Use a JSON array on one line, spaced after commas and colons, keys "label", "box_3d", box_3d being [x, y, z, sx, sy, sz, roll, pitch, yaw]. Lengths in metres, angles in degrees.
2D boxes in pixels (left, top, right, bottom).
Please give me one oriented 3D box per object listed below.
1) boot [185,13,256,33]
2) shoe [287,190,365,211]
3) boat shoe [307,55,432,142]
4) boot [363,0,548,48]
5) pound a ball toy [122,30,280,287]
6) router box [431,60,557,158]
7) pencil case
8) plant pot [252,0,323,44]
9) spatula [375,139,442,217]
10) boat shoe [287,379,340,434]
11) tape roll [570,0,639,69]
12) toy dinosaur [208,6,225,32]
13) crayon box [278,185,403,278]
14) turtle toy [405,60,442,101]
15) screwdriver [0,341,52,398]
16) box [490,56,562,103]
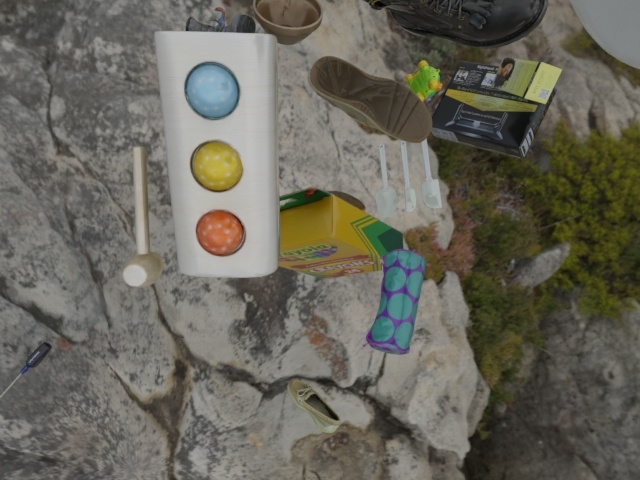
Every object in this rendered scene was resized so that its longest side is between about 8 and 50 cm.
[{"label": "boot", "box_3d": [-0.324, -0.646, 1.500, 0.222, 0.338, 0.118, 19, 91, -8]}, {"label": "shoe", "box_3d": [0.013, -0.086, 1.220, 0.218, 0.058, 0.077, 3, 46, -26]}, {"label": "boat shoe", "box_3d": [0.111, -0.312, 1.064, 0.302, 0.098, 0.109, 23, 94, -13]}, {"label": "boot", "box_3d": [0.155, -0.340, 0.656, 0.228, 0.262, 0.091, -8, 110, -53]}, {"label": "pound a ball toy", "box_3d": [-0.154, -0.076, 0.568, 0.207, 0.320, 0.136, 1, 21, -2]}, {"label": "router box", "box_3d": [0.526, -0.410, 1.468, 0.308, 0.081, 0.243, 26, 88, 35]}, {"label": "pencil case", "box_3d": [0.112, 0.093, 0.713, 0.070, 0.064, 0.152, 12, 75, 3]}, {"label": "plant pot", "box_3d": [-0.116, -0.756, 1.630, 0.237, 0.110, 0.238, 5, 58, -8]}, {"label": "spatula", "box_3d": [0.227, -0.180, 1.279, 0.168, 0.019, 0.242, -12, 64, 20]}, {"label": "boat shoe", "box_3d": [-0.015, 0.369, 1.080, 0.056, 0.048, 0.153, -14, 47, -43]}, {"label": "tape roll", "box_3d": [0.301, -0.242, 0.291, 0.169, 0.246, 0.246, -15, 71, -11]}, {"label": "toy dinosaur", "box_3d": [-0.280, -0.605, 1.319, 0.047, 0.082, 0.090, 35, 29, 7]}, {"label": "crayon box", "box_3d": [0.000, 0.000, 0.904, 0.318, 0.202, 0.081, 22, 63, -50]}, {"label": "turtle toy", "box_3d": [0.272, -0.407, 1.266, 0.066, 0.130, 0.095, 6, 56, -40]}, {"label": "screwdriver", "box_3d": [-0.570, 0.257, 0.886, 0.170, 0.024, 0.025, -45, 114, -7]}, {"label": "box", "box_3d": [0.506, -0.405, 1.187, 0.058, 0.088, 0.232, 15, 22, -9]}]
